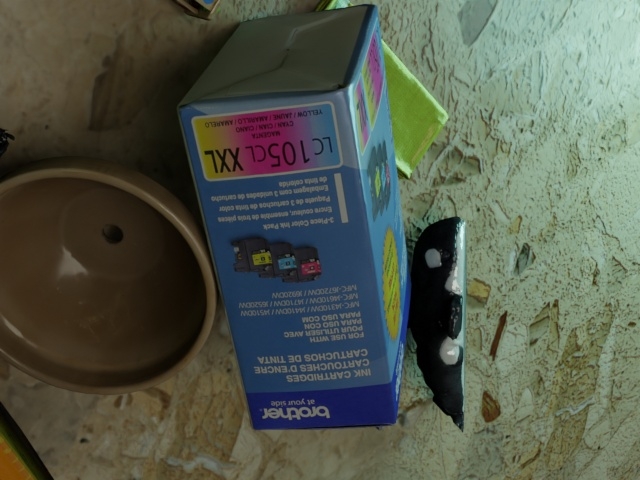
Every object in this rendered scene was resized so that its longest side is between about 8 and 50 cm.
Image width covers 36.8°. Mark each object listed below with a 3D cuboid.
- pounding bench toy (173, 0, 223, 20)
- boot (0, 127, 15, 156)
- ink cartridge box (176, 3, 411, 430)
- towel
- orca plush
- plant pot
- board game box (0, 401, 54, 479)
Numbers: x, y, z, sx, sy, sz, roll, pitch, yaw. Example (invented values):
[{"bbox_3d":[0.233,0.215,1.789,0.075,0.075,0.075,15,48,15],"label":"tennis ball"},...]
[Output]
[{"bbox_3d":[-0.112,-0.241,0.897,0.065,0.083,0.052,32,88,-38],"label":"pounding bench toy"},{"bbox_3d":[-0.318,-0.065,0.813,0.121,0.099,0.045,-48,126,-10],"label":"boot"},{"bbox_3d":[0.000,0.000,0.945,0.151,0.270,0.395,-3,118,10],"label":"ink cartridge box"},{"bbox_3d":[0.058,-0.170,1.085,0.237,0.021,0.102,40,85,-39],"label":"towel"},{"bbox_3d":[0.134,0.105,1.230,0.151,0.102,0.287,-74,162,-50],"label":"orca plush"},{"bbox_3d":[-0.206,0.018,0.890,0.237,0.110,0.237,2,120,3],"label":"plant pot"},{"bbox_3d":[-0.402,0.213,0.700,0.356,0.356,0.356,-36,125,-18],"label":"board game box"}]
